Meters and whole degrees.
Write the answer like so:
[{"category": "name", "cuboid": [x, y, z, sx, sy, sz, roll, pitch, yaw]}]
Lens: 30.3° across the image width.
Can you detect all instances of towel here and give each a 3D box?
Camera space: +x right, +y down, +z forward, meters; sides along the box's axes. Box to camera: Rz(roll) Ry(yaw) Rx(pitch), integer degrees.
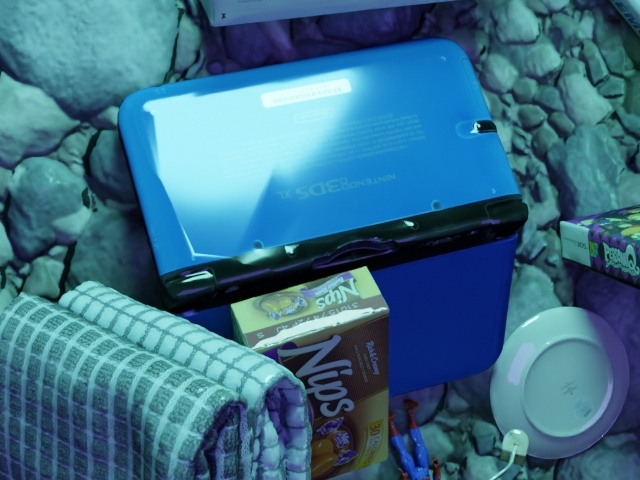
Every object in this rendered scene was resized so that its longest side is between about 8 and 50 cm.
[{"category": "towel", "cuboid": [-0.131, 0.193, 0.828, 0.121, 0.235, 0.284, -15, 114, -47]}]

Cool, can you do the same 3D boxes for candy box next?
[{"category": "candy box", "cuboid": [-0.005, 0.113, 0.910, 0.109, 0.053, 0.187, -15, 137, -13]}]

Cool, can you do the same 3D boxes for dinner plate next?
[{"category": "dinner plate", "cuboid": [0.218, 0.130, 1.058, 0.141, 0.017, 0.141, -4, 101, -18]}]

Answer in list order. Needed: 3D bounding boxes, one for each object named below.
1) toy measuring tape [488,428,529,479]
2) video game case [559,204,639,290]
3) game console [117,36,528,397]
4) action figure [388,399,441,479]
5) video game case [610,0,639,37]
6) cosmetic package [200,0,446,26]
[{"category": "toy measuring tape", "cuboid": [0.014, 0.231, 0.959, 0.330, 0.121, 0.121, -36, 108, -12]}, {"category": "video game case", "cuboid": [0.351, -0.005, 0.975, 0.232, 0.210, 0.042, -12, 103, -15]}, {"category": "game console", "cuboid": [0.000, 0.000, 0.960, 0.293, 0.173, 0.250, -12, 71, -16]}, {"category": "action figure", "cuboid": [0.083, 0.197, 1.019, 0.038, 0.030, 0.115, -22, 107, -18]}, {"category": "video game case", "cuboid": [0.353, -0.332, 1.014, 0.329, 0.036, 0.300, -47, 109, -5]}, {"category": "cosmetic package", "cuboid": [0.027, -0.229, 0.895, 0.239, 0.060, 0.099, -9, 132, -17]}]
